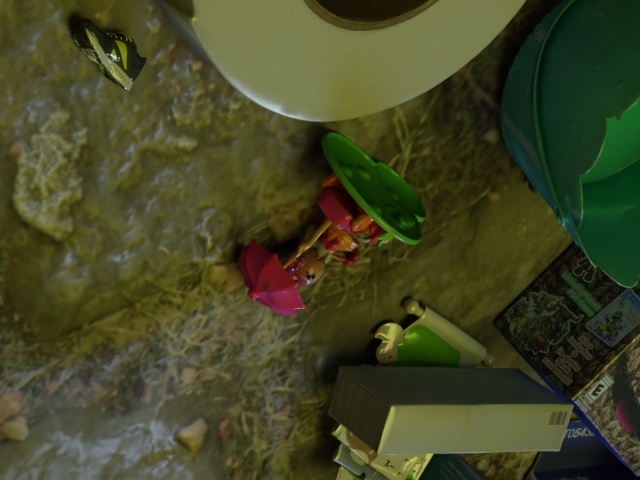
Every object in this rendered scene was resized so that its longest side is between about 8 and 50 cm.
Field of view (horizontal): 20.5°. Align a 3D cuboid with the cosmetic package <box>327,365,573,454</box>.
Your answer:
[{"bbox_3d":[0.134,0.174,1.811,0.239,0.099,0.060,4,110,-34],"label":"cosmetic package"}]

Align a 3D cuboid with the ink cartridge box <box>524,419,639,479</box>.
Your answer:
[{"bbox_3d":[0.358,0.370,2.246,0.324,0.071,0.330,0,124,-39],"label":"ink cartridge box"}]

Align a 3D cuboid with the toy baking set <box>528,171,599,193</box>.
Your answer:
[{"bbox_3d":[0.307,-0.145,1.797,0.256,0.030,0.197,-14,131,-31],"label":"toy baking set"}]

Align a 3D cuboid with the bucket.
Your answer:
[{"bbox_3d":[0.317,-0.112,1.679,0.281,0.183,0.281,-16,128,-21],"label":"bucket"}]

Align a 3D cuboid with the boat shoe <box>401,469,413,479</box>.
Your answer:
[{"bbox_3d":[0.082,0.250,1.929,0.056,0.049,0.152,-22,135,-23],"label":"boat shoe"}]

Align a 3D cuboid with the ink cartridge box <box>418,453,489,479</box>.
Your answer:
[{"bbox_3d":[0.143,0.418,2.008,0.270,0.198,0.197,-45,140,3],"label":"ink cartridge box"}]

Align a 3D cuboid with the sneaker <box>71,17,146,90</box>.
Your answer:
[{"bbox_3d":[-0.168,-0.155,1.405,0.035,0.031,0.083,-52,145,-11],"label":"sneaker"}]

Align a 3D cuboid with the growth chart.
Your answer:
[{"bbox_3d":[0.086,0.185,1.859,0.172,0.021,0.237,24,96,-38],"label":"growth chart"}]

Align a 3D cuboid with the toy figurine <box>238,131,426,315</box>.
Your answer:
[{"bbox_3d":[0.000,0.000,1.632,0.159,0.130,0.173,-41,166,17],"label":"toy figurine"}]

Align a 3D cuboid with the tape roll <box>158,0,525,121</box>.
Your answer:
[{"bbox_3d":[0.045,-0.279,1.439,0.392,0.072,0.392,-23,135,-24],"label":"tape roll"}]

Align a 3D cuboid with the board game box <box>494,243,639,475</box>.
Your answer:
[{"bbox_3d":[0.376,0.080,1.958,0.291,0.141,0.232,-45,140,1],"label":"board game box"}]
